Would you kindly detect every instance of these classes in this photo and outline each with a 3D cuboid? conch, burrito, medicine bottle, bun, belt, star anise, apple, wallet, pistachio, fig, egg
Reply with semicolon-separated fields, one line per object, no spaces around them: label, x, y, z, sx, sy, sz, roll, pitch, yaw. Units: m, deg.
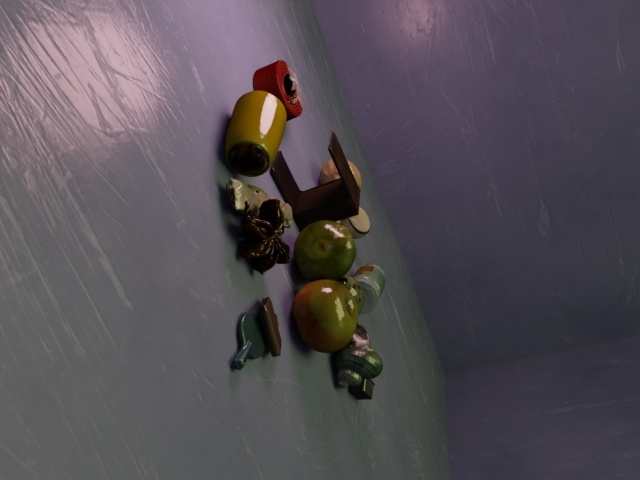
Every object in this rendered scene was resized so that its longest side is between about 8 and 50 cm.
conch;0.134;0.443;1.857;0.220;0.195;0.277;35;53;-8
burrito;-0.183;-0.110;1.543;0.392;0.076;0.117;18;56;-68
medicine bottle;0.214;0.217;2.291;0.318;0.158;0.158;-39;111;-70
bun;0.162;-0.085;2.470;0.173;0.120;0.172;23;53;-33
belt;-0.165;-0.606;1.982;0.323;0.115;0.227;-84;152;-51
star anise;-0.162;-0.016;1.434;0.190;0.126;0.220;-9;107;-45
apple;0.018;0.248;1.626;0.261;0.194;0.260;54;26;-42
wallet;-0.141;0.241;1.382;0.118;0.039;0.152;-84;158;-84
pistachio;0.101;-0.287;2.358;0.318;0.194;0.213;47;40;-74
fig;0.016;0.071;1.769;0.314;0.233;0.233;90;-1;-51
egg;0.074;0.231;1.845;0.177;0.177;0.228;-82;170;-53

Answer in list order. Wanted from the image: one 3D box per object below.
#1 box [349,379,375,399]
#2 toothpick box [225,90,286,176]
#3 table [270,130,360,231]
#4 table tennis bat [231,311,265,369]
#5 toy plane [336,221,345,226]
box;0.161;0.581;1.940;0.122;0.084;0.069;54;36;-45
toothpick box;-0.205;-0.326;1.525;0.271;0.175;0.175;-84;152;-42
table;-0.012;-0.225;1.875;0.196;0.251;0.282;-78;147;-56
table tennis bat;-0.186;0.265;1.273;0.201;0.033;0.124;-69;138;-66
toy plane;0.064;-0.059;2.200;0.229;0.093;0.244;82;4;-53
